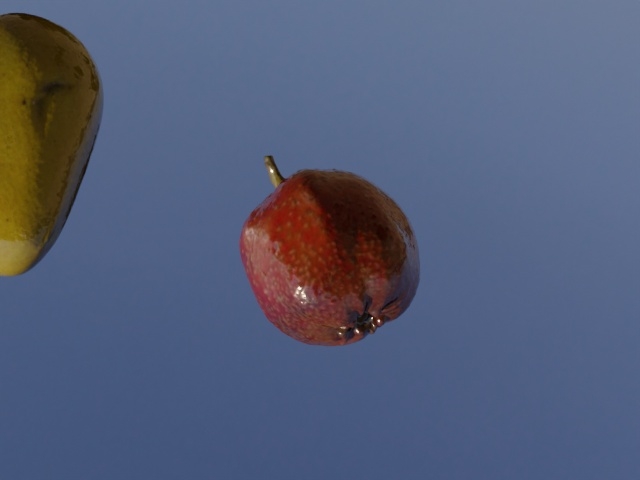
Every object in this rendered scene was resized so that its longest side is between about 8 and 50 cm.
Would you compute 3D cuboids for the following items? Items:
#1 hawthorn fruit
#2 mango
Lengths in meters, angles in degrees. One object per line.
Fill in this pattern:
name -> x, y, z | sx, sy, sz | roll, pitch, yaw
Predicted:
hawthorn fruit -> 0.000, 0.000, 1.496 | 0.205, 0.205, 0.253 | -10, -118, -34
mango -> -0.219, -0.069, 0.892 | 0.098, 0.137, 0.195 | 31, -131, -51
